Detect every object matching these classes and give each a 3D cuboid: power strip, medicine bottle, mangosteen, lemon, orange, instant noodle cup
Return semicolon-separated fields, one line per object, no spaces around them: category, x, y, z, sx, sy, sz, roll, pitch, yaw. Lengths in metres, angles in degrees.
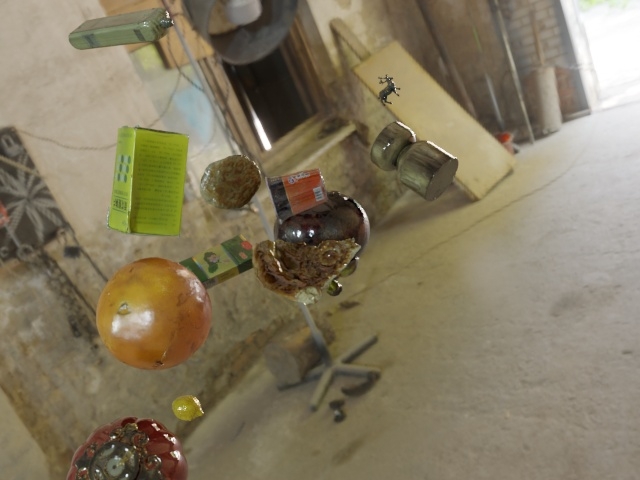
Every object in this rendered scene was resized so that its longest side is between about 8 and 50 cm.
power strip;-0.528;-0.564;1.720;0.388;0.066;0.092;6;52;35
medicine bottle;-0.400;-0.135;1.487;0.141;0.250;0.137;2;7;-39
mangosteen;0.002;-0.014;2.084;0.330;0.330;0.330;-21;20;8
lemon;-0.348;0.440;1.686;0.092;0.065;0.065;15;34;17
orange;-0.346;0.153;1.344;0.240;0.240;0.240;-21;20;8
instant noodle cup;-0.056;-0.119;1.588;0.136;0.127;0.127;-17;20;0

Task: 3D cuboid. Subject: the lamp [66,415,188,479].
lamp;-0.365;0.452;1.225;0.227;0.227;0.227;-21;20;8

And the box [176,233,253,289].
box;-0.280;0.067;1.663;0.235;0.034;0.132;-25;36;-19

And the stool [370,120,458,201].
stool;0.330;-0.279;2.261;0.179;0.179;0.264;-35;60;-28

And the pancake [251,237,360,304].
pancake;-0.033;0.039;1.467;0.244;0.057;0.266;-27;40;-1

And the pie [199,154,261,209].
pie;-0.278;-0.177;1.972;0.193;0.163;0.079;-13;6;-19

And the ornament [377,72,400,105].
ornament;0.196;-0.455;1.926;0.073;0.028;0.125;-44;42;19
